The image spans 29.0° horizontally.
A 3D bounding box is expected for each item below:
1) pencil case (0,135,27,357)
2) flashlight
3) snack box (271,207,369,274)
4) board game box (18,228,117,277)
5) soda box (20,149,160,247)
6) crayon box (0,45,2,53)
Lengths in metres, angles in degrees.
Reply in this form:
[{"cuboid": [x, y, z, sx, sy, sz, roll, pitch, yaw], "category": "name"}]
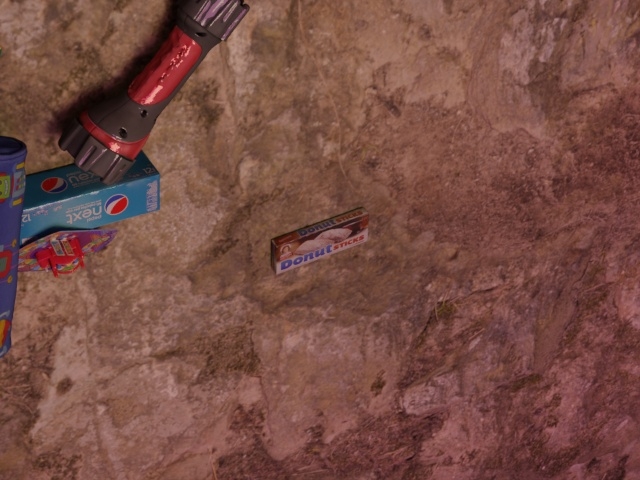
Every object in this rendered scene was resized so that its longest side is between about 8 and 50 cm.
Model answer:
[{"cuboid": [-0.454, 0.008, 1.603, 0.119, 0.133, 0.306, -11, 119, -46], "category": "pencil case"}, {"cuboid": [-0.221, -0.218, 1.642, 0.103, 0.103, 0.304, 33, 102, -31], "category": "flashlight"}, {"cuboid": [0.000, 0.000, 2.059, 0.178, 0.022, 0.064, -20, 136, -23], "category": "snack box"}, {"cuboid": [-0.362, 0.028, 1.736, 0.133, 0.033, 0.169, -31, 165, 30], "category": "board game box"}, {"cuboid": [-0.331, -0.061, 1.715, 0.210, 0.071, 0.067, -16, 135, -26], "category": "soda box"}, {"cuboid": [-0.512, -0.219, 1.337, 0.278, 0.165, 0.081, -7, 130, -45], "category": "crayon box"}]
